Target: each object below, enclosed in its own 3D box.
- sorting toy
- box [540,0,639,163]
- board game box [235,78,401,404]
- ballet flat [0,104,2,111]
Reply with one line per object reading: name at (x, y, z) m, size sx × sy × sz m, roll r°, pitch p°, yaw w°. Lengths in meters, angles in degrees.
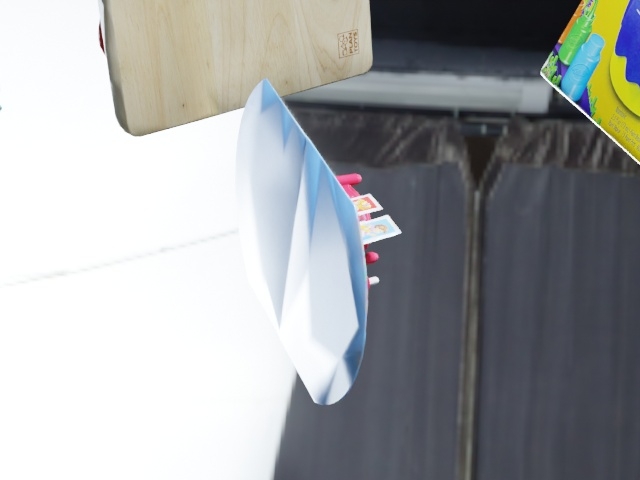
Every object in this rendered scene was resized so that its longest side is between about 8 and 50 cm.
sorting toy at (-0.087, -0.246, 0.989) m, size 0.255 × 0.257 × 0.089 m, roll -20°, pitch 28°, yaw -34°
box at (0.323, -0.133, 0.689) m, size 0.177 × 0.279 × 0.290 m, roll 18°, pitch 22°, yaw -27°
board game box at (0.000, 0.000, 0.609) m, size 0.033 × 0.169 × 0.133 m, roll -10°, pitch -48°, yaw -22°
ballet flat at (-0.240, -0.029, 0.582) m, size 0.068 × 0.213 × 0.072 m, roll 44°, pitch -43°, yaw -15°
